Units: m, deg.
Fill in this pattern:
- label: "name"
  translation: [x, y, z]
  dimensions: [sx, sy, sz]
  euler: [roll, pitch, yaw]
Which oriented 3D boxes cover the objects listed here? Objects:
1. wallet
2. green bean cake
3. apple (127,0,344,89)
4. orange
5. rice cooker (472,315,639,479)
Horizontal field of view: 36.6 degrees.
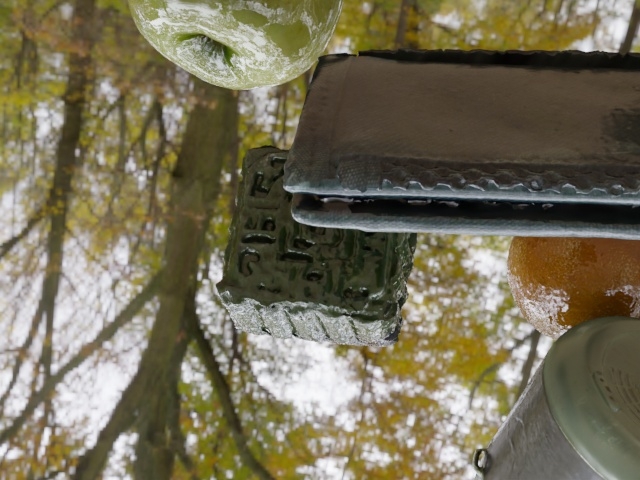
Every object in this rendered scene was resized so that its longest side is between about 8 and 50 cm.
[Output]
- label: "wallet"
  translation: [0.156, -0.075, 0.709]
  dimensions: [0.342, 0.075, 0.237]
  euler: [1, -146, 6]
- label: "green bean cake"
  translation: [0.000, 0.000, 0.913]
  dimensions: [0.173, 0.181, 0.094]
  euler: [7, 158, 12]
- label: "apple"
  translation: [-0.100, -0.320, 1.156]
  dimensions: [0.279, 0.279, 0.279]
  euler: [8, -159, -3]
- label: "orange"
  translation: [0.323, 0.026, 1.169]
  dimensions: [0.206, 0.206, 0.206]
  euler: [8, -159, -3]
- label: "rice cooker"
  translation: [0.327, 0.255, 1.039]
  dimensions: [0.288, 0.277, 0.288]
  euler: [13, -144, -10]
